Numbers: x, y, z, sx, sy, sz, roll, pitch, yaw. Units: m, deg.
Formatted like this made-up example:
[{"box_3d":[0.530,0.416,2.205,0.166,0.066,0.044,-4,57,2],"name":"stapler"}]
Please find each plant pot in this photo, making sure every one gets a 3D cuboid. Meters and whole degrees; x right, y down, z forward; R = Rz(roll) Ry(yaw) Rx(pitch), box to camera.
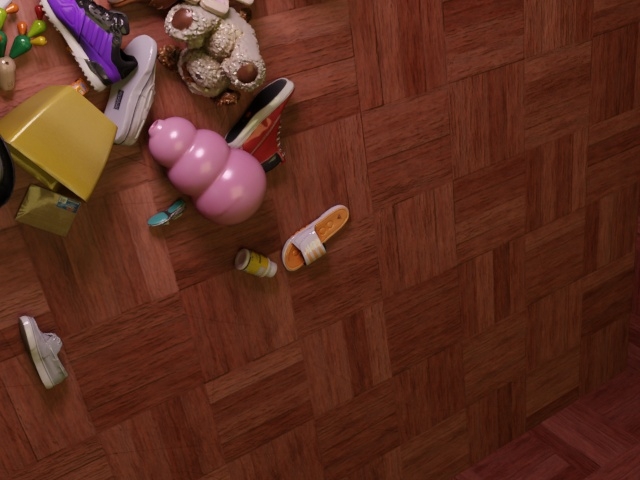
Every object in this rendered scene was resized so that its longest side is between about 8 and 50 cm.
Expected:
[{"box_3d":[-0.586,-0.231,1.551,0.212,0.212,0.187,44,72,-37],"name":"plant pot"}]

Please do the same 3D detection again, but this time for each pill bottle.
[{"box_3d":[-0.186,0.070,2.010,0.116,0.065,0.065,23,96,-38],"name":"pill bottle"}]

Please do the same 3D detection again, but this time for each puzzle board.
[{"box_3d":[-0.661,-0.072,1.680,0.128,0.011,0.096,23,95,-38],"name":"puzzle board"}]

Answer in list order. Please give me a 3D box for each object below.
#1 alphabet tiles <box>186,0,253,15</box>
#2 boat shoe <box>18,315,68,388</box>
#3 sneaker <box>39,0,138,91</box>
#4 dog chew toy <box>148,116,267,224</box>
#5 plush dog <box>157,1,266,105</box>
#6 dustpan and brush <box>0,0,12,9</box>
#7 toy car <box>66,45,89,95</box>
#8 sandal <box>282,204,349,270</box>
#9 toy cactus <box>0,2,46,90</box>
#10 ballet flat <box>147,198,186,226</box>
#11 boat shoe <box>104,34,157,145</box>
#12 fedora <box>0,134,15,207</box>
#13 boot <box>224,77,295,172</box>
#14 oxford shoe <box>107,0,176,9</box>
[{"box_3d":[-0.274,-0.656,1.580,0.278,0.021,0.284,12,66,-36],"name":"alphabet tiles"},{"box_3d":[-0.702,0.275,1.763,0.081,0.079,0.227,-27,128,-29],"name":"boat shoe"},{"box_3d":[-0.502,-0.486,1.527,0.146,0.102,0.293,-23,128,3],"name":"sneaker"},{"box_3d":[-0.294,-0.187,1.760,0.332,0.206,0.206,40,85,-29],"name":"dog chew toy"},{"box_3d":[-0.261,-0.449,1.677,0.262,0.210,0.225,36,129,-14],"name":"plush dog"},{"box_3d":[-0.754,-0.516,1.403,0.147,0.060,0.211,-51,127,-5],"name":"dustpan and brush"},{"box_3d":[-0.574,-0.380,1.589,0.060,0.040,0.122,-26,122,-21],"name":"toy car"},{"box_3d":[-0.004,-0.008,2.087,0.265,0.076,0.102,-43,126,-11],"name":"sandal"},{"box_3d":[-0.673,-0.405,1.473,0.219,0.112,0.180,-46,156,-44],"name":"toy cactus"},{"box_3d":[-0.403,-0.063,1.834,0.114,0.041,0.041,-36,125,-14],"name":"ballet flat"},{"box_3d":[-0.440,-0.354,1.659,0.088,0.096,0.267,7,101,-63],"name":"boat shoe"},{"box_3d":[-0.791,-0.162,1.376,0.152,0.334,0.334,-68,146,-52],"name":"fedora"},{"box_3d":[-0.123,-0.307,1.884,0.244,0.088,0.176,-49,128,4],"name":"boot"},{"box_3d":[-0.390,-0.570,1.611,0.212,0.076,0.076,-24,133,-21],"name":"oxford shoe"}]
